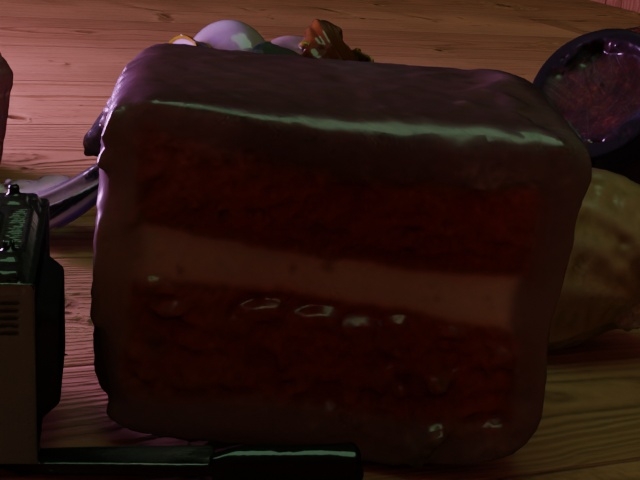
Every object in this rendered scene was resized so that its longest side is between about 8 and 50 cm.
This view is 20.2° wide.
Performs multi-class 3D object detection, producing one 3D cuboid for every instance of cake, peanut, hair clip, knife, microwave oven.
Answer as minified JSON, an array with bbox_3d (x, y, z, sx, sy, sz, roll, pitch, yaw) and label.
[{"bbox_3d":[0.000,0.000,1.178,0.308,0.237,0.230,6,13,-2],"label":"cake"},{"bbox_3d":[0.135,0.011,1.395,0.325,0.153,0.140,-1,-21,-25],"label":"peanut"},{"bbox_3d":[-0.220,-0.047,1.544,0.172,0.049,0.116,-22,13,14],"label":"hair clip"},{"bbox_3d":[-0.090,0.130,1.067,0.230,0.028,0.060,1,8,-8],"label":"knife"},{"bbox_3d":[-0.238,0.043,1.093,0.163,0.129,0.205,-1,16,-7],"label":"microwave oven"}]

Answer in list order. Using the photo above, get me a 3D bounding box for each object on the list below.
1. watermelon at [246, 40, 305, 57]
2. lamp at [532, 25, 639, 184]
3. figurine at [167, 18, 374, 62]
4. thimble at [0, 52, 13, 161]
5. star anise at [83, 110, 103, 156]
[{"bbox_3d":[-0.034,-0.022,1.422,0.201,0.213,0.262,21,17,-12],"label":"watermelon"},{"bbox_3d":[0.306,-0.091,1.735,0.247,0.247,0.247,7,14,-2],"label":"lamp"},{"bbox_3d":[-0.050,-0.181,2.070,0.263,0.142,0.189,-2,48,-36],"label":"figurine"},{"bbox_3d":[-0.387,-0.132,1.721,0.163,0.125,0.189,-3,18,-38],"label":"thimble"},{"bbox_3d":[-0.035,-0.071,1.643,0.359,0.139,0.316,14,16,-9],"label":"star anise"}]
